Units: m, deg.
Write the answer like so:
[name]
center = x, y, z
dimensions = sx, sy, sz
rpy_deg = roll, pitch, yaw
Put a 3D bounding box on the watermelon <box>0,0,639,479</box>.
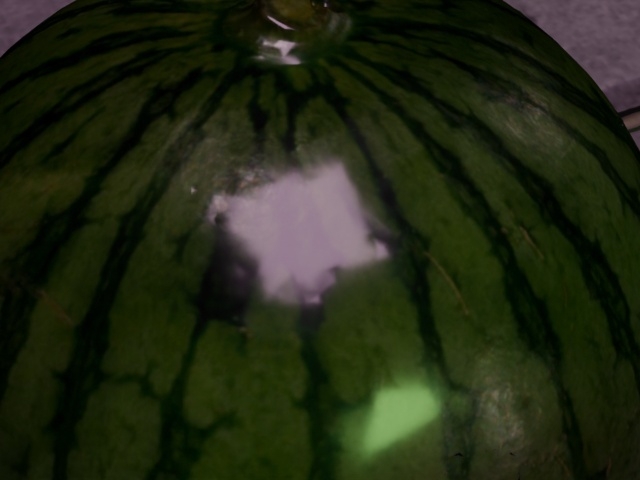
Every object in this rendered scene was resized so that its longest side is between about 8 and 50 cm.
[watermelon]
center = 0.000, 0.000, 0.762
dimensions = 0.330, 0.189, 0.331
rpy_deg = 1, 56, -1
